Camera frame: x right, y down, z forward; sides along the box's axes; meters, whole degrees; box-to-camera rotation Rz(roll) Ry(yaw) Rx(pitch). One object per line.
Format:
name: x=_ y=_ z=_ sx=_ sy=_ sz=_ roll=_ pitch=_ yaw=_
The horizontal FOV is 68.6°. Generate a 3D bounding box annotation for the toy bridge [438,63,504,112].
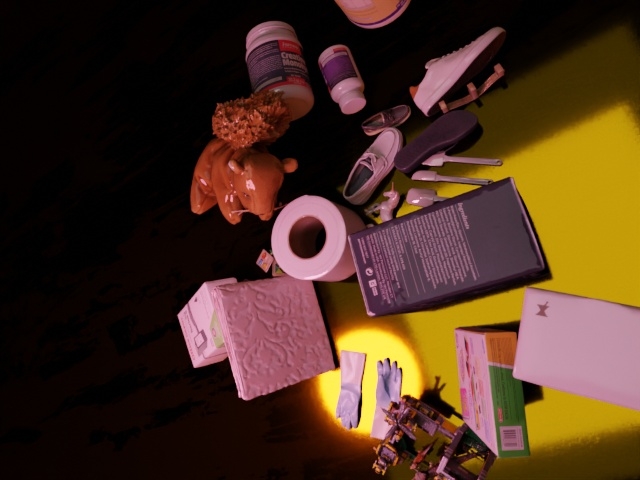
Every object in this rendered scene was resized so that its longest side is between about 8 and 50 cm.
toy bridge: x=0.417 y=-0.409 z=1.286 sx=0.188 sy=0.063 sz=0.026 roll=-31 pitch=70 yaw=17

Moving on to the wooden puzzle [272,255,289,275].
wooden puzzle: x=-0.126 y=0.084 z=1.542 sx=0.079 sy=0.014 sz=0.116 roll=-12 pitch=78 yaw=26

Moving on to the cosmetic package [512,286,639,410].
cosmetic package: x=0.533 y=0.193 z=0.928 sx=0.230 sy=0.453 sz=0.161 roll=10 pitch=88 yaw=29

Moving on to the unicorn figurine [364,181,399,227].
unicorn figurine: x=0.186 y=-0.082 z=1.378 sx=0.111 sy=0.060 sz=0.161 roll=-11 pitch=95 yaw=26

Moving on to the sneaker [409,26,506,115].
sneaker: x=0.367 y=-0.491 z=1.299 sx=0.290 sy=0.106 sz=0.123 roll=-42 pitch=69 yaw=19

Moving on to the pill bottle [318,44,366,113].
pill bottle: x=0.072 y=-0.495 z=1.455 sx=0.108 sy=0.108 sz=0.193 roll=-26 pitch=72 yaw=23

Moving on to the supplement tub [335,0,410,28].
supplement tub: x=0.113 y=-0.796 z=1.344 sx=0.241 sy=0.331 sz=0.240 roll=-4 pitch=82 yaw=28

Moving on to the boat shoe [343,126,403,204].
boat shoe: x=0.155 y=-0.222 z=1.390 sx=0.095 sy=0.084 sz=0.258 roll=32 pitch=99 yaw=28

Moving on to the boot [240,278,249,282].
boot: x=-0.209 y=0.229 z=1.524 sx=0.263 sy=0.091 sz=0.228 roll=-31 pitch=71 yaw=23

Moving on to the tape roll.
tape roll: x=0.000 y=0.000 z=1.398 sx=0.246 sy=0.169 sz=0.246 roll=-3 pitch=83 yaw=28

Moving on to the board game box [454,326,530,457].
board game box: x=0.379 y=0.323 z=1.073 sx=0.064 sy=0.316 sz=0.242 roll=-4 pitch=82 yaw=4

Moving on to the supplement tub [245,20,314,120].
supplement tub: x=-0.136 y=-0.542 z=1.524 sx=0.191 sy=0.191 sz=0.272 roll=-19 pitch=76 yaw=25

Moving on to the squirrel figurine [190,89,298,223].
squirrel figurine: x=-0.215 y=-0.243 z=1.362 sx=0.370 sy=0.281 sz=0.396 roll=-159 pitch=71 yaw=-69

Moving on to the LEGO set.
LEGO set: x=0.263 y=0.551 z=1.144 sx=0.331 sy=0.192 sz=0.254 roll=35 pitch=115 yaw=23

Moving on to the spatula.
spatula: x=0.369 y=-0.167 z=1.311 sx=0.242 sy=0.019 sz=0.168 roll=11 pitch=83 yaw=28

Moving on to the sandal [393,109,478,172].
sandal: x=0.325 y=-0.279 z=1.328 sx=0.255 sy=0.054 sz=0.097 roll=-30 pitch=53 yaw=23

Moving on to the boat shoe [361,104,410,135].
boat shoe: x=0.195 y=-0.362 z=1.406 sx=0.152 sy=0.049 sz=0.056 roll=-25 pitch=72 yaw=23

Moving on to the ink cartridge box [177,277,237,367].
ink cartridge box: x=-0.344 y=0.270 z=1.519 sx=0.273 sy=0.115 sz=0.198 roll=-43 pitch=63 yaw=45

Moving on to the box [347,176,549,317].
box: x=0.320 y=0.036 z=1.152 sx=0.396 sy=0.294 sz=0.211 roll=-21 pitch=75 yaw=25

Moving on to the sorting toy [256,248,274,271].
sorting toy: x=-0.181 y=0.056 z=1.567 sx=0.062 sy=0.012 sz=0.083 roll=40 pitch=108 yaw=33

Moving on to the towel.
towel: x=-0.127 y=0.262 z=1.354 sx=0.053 sy=0.332 sz=0.316 roll=-31 pitch=70 yaw=46

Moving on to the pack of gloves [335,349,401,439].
pack of gloves: x=0.129 y=0.444 z=1.343 sx=0.195 sy=0.046 sz=0.232 roll=2 pitch=84 yaw=27
